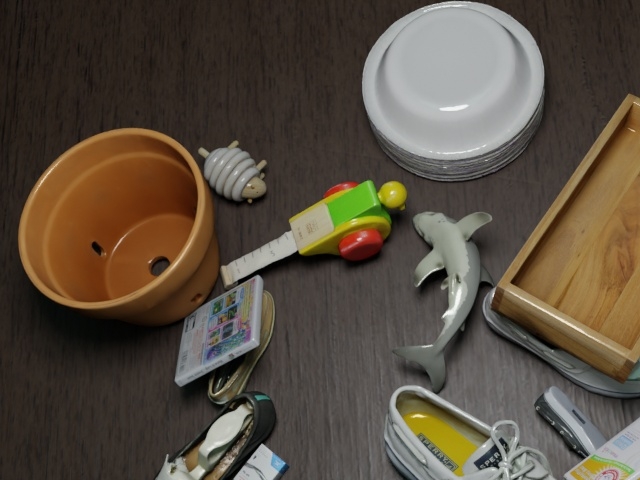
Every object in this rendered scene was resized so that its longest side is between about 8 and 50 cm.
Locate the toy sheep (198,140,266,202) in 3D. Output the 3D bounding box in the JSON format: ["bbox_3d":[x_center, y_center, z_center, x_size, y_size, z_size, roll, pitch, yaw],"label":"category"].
[{"bbox_3d":[-0.143,-0.111,1.636,0.132,0.091,0.091,33,78,15],"label":"toy sheep"}]

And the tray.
[{"bbox_3d":[0.431,-0.015,1.431,0.203,0.076,0.411,30,62,18],"label":"tray"}]

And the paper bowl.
[{"bbox_3d":[0.206,-0.247,1.587,0.284,0.148,0.284,-4,70,10],"label":"paper bowl"}]

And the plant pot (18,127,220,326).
[{"bbox_3d":[-0.280,0.006,1.542,0.290,0.203,0.291,-6,62,13],"label":"plant pot"}]

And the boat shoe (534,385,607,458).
[{"bbox_3d":[0.355,0.268,1.413,0.142,0.049,0.040,52,121,16],"label":"boat shoe"}]

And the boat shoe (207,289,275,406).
[{"bbox_3d":[-0.120,0.157,1.532,0.068,0.072,0.190,12,72,15],"label":"boat shoe"}]

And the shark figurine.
[{"bbox_3d":[0.210,0.073,1.491,0.166,0.116,0.278,-21,52,40],"label":"shark figurine"}]

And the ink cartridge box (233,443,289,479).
[{"bbox_3d":[-0.091,0.345,1.476,0.048,0.028,0.083,35,80,21],"label":"ink cartridge box"}]

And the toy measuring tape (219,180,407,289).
[{"bbox_3d":[0.000,0.000,1.574,0.330,0.121,0.121,-29,64,24],"label":"toy measuring tape"}]

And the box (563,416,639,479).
[{"bbox_3d":[0.441,0.303,1.323,0.203,0.114,0.103,-36,100,-3],"label":"box"}]

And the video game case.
[{"bbox_3d":[-0.149,0.133,1.512,0.143,0.019,0.157,-29,29,18],"label":"video game case"}]

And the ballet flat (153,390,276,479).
[{"bbox_3d":[-0.178,0.324,1.465,0.095,0.096,0.280,35,80,20],"label":"ballet flat"}]

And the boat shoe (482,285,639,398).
[{"bbox_3d":[0.355,0.135,1.427,0.267,0.088,0.096,31,80,12],"label":"boat shoe"}]

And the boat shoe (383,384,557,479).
[{"bbox_3d":[0.229,0.301,1.319,0.136,0.156,0.367,-34,50,-25],"label":"boat shoe"}]
